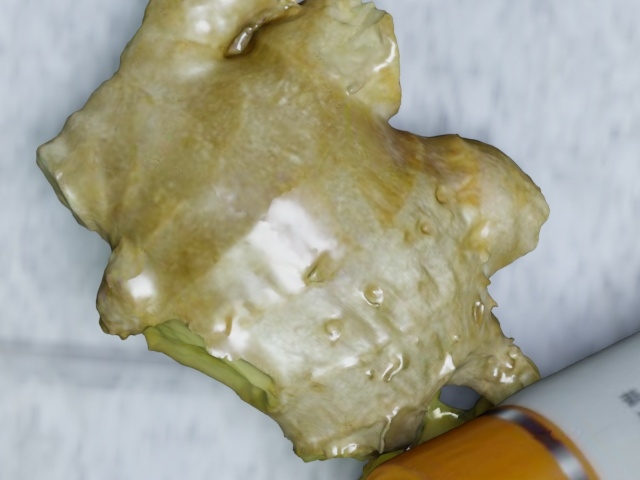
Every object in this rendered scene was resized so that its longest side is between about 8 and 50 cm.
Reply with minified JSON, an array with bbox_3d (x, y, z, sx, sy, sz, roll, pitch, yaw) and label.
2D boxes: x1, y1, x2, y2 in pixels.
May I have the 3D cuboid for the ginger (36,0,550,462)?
[{"bbox_3d":[0.000,0.000,0.662,0.216,0.102,0.157,39,72,-9],"label":"ginger"}]

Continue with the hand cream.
[{"bbox_3d":[0.164,0.065,0.666,0.314,0.089,0.139,-15,104,-28],"label":"hand cream"}]

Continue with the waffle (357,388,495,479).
[{"bbox_3d":[0.093,0.182,0.732,0.219,0.057,0.229,30,97,-11],"label":"waffle"}]
